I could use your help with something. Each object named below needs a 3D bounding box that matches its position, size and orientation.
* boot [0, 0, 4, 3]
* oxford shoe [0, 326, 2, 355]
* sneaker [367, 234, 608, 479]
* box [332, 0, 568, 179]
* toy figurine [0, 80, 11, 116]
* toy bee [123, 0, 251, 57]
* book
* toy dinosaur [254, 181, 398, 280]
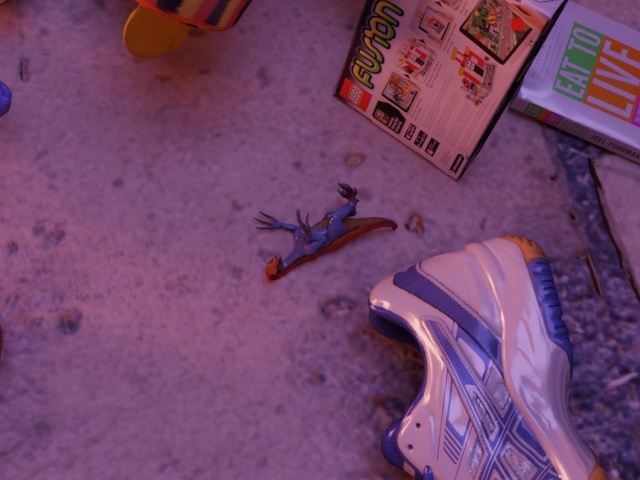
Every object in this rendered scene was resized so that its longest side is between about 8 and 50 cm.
[{"bbox_3d":[-0.208,-0.202,0.945,0.042,0.118,0.087,38,42,-27],"label":"boot"},{"bbox_3d":[-0.347,0.090,0.758,0.348,0.130,0.123,-20,70,-19],"label":"oxford shoe"},{"bbox_3d":[0.109,0.147,0.857,0.131,0.112,0.296,-13,66,1],"label":"sneaker"},{"bbox_3d":[0.081,-0.130,0.908,0.114,0.207,0.036,36,63,6],"label":"box"},{"bbox_3d":[-0.279,-0.099,0.820,0.217,0.191,0.362,5,34,-32],"label":"toy figurine"},{"bbox_3d":[-0.066,-0.231,0.956,0.162,0.195,0.298,23,48,-27],"label":"toy bee"},{"bbox_3d":[0.222,-0.113,1.031,0.144,0.035,0.096,22,65,-3],"label":"book"},{"bbox_3d":[0.000,0.000,0.926,0.090,0.047,0.082,31,81,-8],"label":"toy dinosaur"}]
